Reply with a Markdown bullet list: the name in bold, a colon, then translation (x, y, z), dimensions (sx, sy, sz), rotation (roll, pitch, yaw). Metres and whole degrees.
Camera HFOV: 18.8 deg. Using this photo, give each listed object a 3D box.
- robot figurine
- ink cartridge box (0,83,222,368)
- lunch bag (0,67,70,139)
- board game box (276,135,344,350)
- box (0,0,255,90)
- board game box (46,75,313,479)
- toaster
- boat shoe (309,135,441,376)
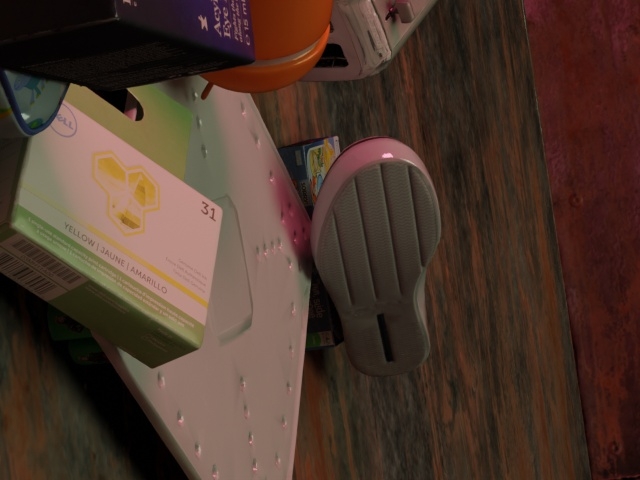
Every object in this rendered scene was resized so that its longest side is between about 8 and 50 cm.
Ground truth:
- **robot figurine**: translation (-0.052, -0.202, 1.469), dimensions (0.219, 0.128, 0.158), rotation (95, 9, -45)
- **ink cartridge box**: translation (-0.144, -0.051, 1.325), dimensions (0.171, 0.056, 0.235), rotation (36, 45, -33)
- **lunch bag**: translation (-0.210, -0.176, 1.200), dimensions (0.219, 0.090, 0.176), rotation (-75, 153, -51)
- **board game box**: translation (0.000, 0.000, 1.944), dimensions (0.136, 0.035, 0.201), rotation (-28, 109, -73)
- **box**: translation (-0.131, -0.177, 1.130), dimensions (0.207, 0.108, 0.153), rotation (2, 80, -71)
- **board game box**: translation (-0.099, 0.025, 1.564), dimensions (0.390, 0.050, 0.390), rotation (64, 25, -47)
- **toaster**: translation (-0.005, -0.230, 1.764), dimensions (0.146, 0.227, 0.129), rotation (-60, 142, -38)
- **boat shoe**: translation (0.045, -0.001, 1.838), dimensions (0.335, 0.121, 0.119), rotation (88, -8, -53)
